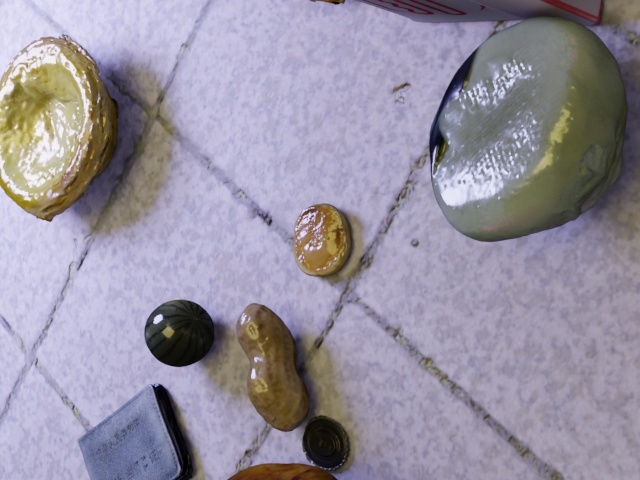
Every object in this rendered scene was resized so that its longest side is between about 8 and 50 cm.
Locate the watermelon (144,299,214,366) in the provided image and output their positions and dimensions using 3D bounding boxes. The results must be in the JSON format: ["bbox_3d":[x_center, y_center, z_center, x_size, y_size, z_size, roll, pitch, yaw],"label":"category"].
[{"bbox_3d":[-0.221,0.146,1.897,0.133,0.105,0.105,-41,60,54],"label":"watermelon"}]

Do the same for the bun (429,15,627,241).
[{"bbox_3d":[0.268,-0.124,1.493,0.283,0.179,0.283,-31,48,42],"label":"bun"}]

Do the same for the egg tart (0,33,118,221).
[{"bbox_3d":[-0.437,-0.187,2.084,0.315,0.120,0.315,-3,86,40],"label":"egg tart"}]

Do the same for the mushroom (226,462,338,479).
[{"bbox_3d":[-0.029,0.457,1.664,0.345,0.259,0.345,-173,90,-68],"label":"mushroom"}]

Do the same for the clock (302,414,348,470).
[{"bbox_3d":[0.007,0.289,1.755,0.083,0.010,0.074,21,99,38],"label":"clock"}]

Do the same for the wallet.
[{"bbox_3d":[-0.300,0.344,1.979,0.222,0.036,0.167,-37,65,31],"label":"wallet"}]

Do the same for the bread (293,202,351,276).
[{"bbox_3d":[0.000,0.000,1.777,0.110,0.024,0.110,-5,82,39],"label":"bread"}]

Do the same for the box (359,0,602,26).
[{"bbox_3d":[0.160,-0.441,1.506,0.300,0.312,0.314,8,92,39],"label":"box"}]

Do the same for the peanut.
[{"bbox_3d":[-0.073,0.182,1.780,0.089,0.089,0.193,-29,69,33],"label":"peanut"}]

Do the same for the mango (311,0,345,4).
[{"bbox_3d":[0.028,-0.446,1.732,0.154,0.126,0.252,39,109,22],"label":"mango"}]
